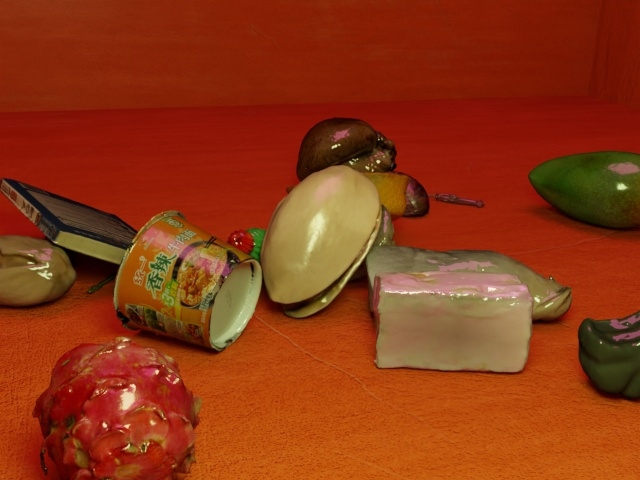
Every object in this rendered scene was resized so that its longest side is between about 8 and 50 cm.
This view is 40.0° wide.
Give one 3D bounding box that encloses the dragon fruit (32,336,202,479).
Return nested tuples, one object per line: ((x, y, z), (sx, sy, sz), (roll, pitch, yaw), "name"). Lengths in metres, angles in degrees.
((-0.271, 0.225, 1.163), (0.205, 0.210, 0.268), (3, 8, -30), "dragon fruit")

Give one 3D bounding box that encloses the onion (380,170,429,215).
((0.214, -0.135, 2.371), (0.206, 0.098, 0.151), (17, 26, 38), "onion")

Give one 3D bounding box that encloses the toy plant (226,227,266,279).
((-0.140, 0.034, 1.783), (0.088, 0.154, 0.240), (39, 25, 18), "toy plant")

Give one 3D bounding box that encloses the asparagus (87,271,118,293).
((-0.435, 0.079, 1.821), (0.016, 0.013, 0.166), (-2, 16, 22), "asparagus")

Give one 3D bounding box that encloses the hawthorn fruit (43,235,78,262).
((-0.566, 0.013, 1.902), (0.081, 0.081, 0.093), (-10, 15, -30), "hawthorn fruit")

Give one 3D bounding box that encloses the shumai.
((0.095, 0.019, 1.910), (0.120, 0.201, 0.201), (39, -5, -37), "shumai")

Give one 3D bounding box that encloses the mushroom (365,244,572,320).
((0.286, 0.090, 1.706), (0.397, 0.126, 0.177), (0, 29, -6), "mushroom")

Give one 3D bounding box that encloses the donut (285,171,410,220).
((0.067, -0.090, 2.090), (0.303, 0.110, 0.303), (-5, -4, 0), "donut")

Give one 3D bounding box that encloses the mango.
((0.725, -0.139, 2.286), (0.382, 0.201, 0.225), (12, 32, 34), "mango")

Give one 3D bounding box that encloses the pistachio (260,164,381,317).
((0.000, 0.000, 1.713), (0.214, 0.317, 0.193), (10, -23, 31), "pistachio")

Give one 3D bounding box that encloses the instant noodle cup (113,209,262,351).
((-0.223, 0.082, 1.554), (0.182, 0.230, 0.230), (21, 25, 19), "instant noodle cup")

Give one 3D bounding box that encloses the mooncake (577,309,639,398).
((0.509, 0.173, 1.426), (0.168, 0.175, 0.104), (42, 11, -12), "mooncake")

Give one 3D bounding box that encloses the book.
((-0.499, -0.028, 1.897), (0.300, 0.039, 0.428), (21, 5, -37), "book")

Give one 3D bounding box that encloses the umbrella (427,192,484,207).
((0.375, -0.115, 2.441), (0.165, 0.025, 0.027), (12, 4, 20), "umbrella")

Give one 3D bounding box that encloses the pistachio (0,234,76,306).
((-0.585, 0.062, 1.684), (0.238, 0.153, 0.137), (1, 59, 3), "pistachio")

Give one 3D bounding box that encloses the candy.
((0.222, 0.136, 1.516), (0.265, 0.155, 0.115), (2, 23, 2), "candy")

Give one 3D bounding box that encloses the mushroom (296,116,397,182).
((0.074, -0.248, 2.483), (0.283, 0.195, 0.263), (1, -22, 0), "mushroom")
